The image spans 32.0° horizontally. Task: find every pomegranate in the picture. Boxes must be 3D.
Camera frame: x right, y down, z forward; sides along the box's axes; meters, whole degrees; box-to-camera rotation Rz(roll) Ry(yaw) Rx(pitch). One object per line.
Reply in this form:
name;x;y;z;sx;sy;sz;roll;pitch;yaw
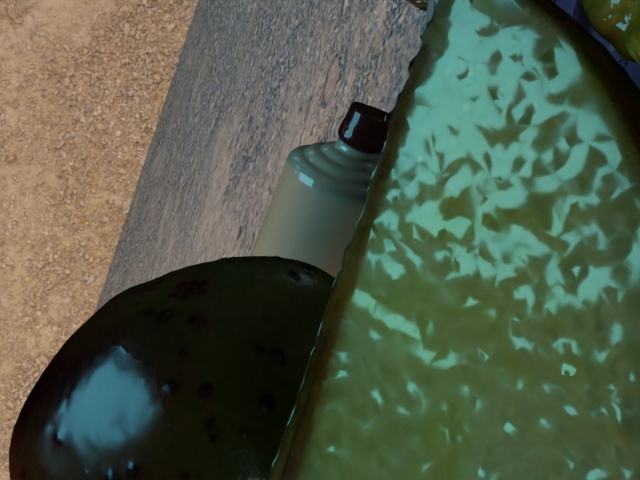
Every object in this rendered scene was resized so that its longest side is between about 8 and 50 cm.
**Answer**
pomegranate;-0.044;0.160;0.776;0.290;0.323;0.291;-53;-10;-13

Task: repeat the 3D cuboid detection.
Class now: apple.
apple;0.075;0.062;0.514;0.254;0.179;0.346;-131;55;-67

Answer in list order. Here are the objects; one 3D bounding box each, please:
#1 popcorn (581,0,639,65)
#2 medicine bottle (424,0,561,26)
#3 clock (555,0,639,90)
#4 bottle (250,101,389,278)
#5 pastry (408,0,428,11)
popcorn;0.178;-0.163;0.404;0.250;0.190;0.250;-50;22;29
medicine bottle;0.113;-0.116;0.688;0.103;0.103;0.186;145;138;-64
clock;0.172;-0.108;0.583;0.110;0.050;0.152;136;146;-59
bottle;0.000;0.000;0.940;0.104;0.104;0.245;-110;38;-62
pastry;0.108;-0.245;0.863;0.153;0.081;0.153;-160;90;-83
